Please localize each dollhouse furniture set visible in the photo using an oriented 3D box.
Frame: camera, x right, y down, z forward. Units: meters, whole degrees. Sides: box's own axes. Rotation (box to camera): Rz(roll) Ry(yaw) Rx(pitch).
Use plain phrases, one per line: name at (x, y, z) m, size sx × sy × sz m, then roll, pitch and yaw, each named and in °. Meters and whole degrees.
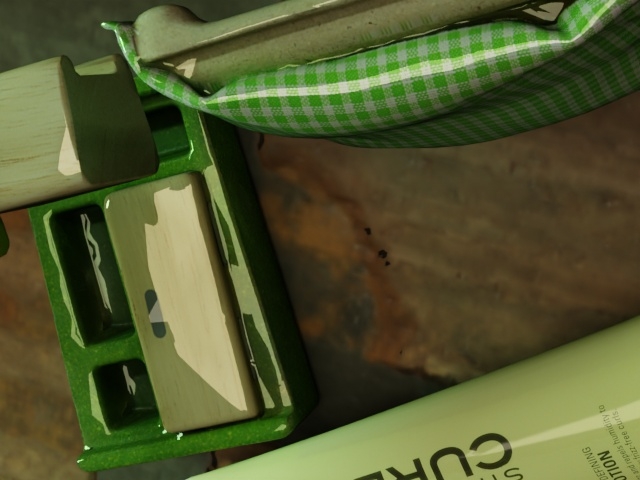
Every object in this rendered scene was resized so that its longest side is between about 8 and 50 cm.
dollhouse furniture set at (0.000, 0.000, 0.447) m, size 0.302 × 0.197 × 0.151 m, roll -13°, pitch 93°, yaw 20°

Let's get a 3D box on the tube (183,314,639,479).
tube at (0.066, 0.086, 0.514) m, size 0.240 × 0.062 × 0.070 m, roll -24°, pitch 77°, yaw 22°
